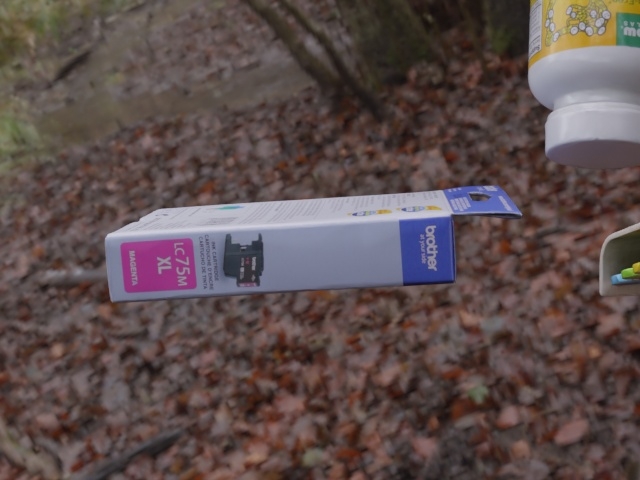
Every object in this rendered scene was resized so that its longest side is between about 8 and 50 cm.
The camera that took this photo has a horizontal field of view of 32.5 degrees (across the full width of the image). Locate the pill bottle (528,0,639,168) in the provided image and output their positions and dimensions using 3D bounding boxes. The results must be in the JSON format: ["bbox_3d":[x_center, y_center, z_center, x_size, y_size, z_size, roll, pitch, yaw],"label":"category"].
[{"bbox_3d":[0.224,-0.167,0.869,0.117,0.209,0.117,4,-11,1],"label":"pill bottle"}]

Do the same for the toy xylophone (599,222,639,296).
[{"bbox_3d":[0.504,0.009,1.410,0.236,0.081,0.323,-4,-10,-6],"label":"toy xylophone"}]

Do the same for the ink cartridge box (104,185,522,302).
[{"bbox_3d":[0.000,0.000,0.890,0.311,0.065,0.186,-6,8,4],"label":"ink cartridge box"}]
